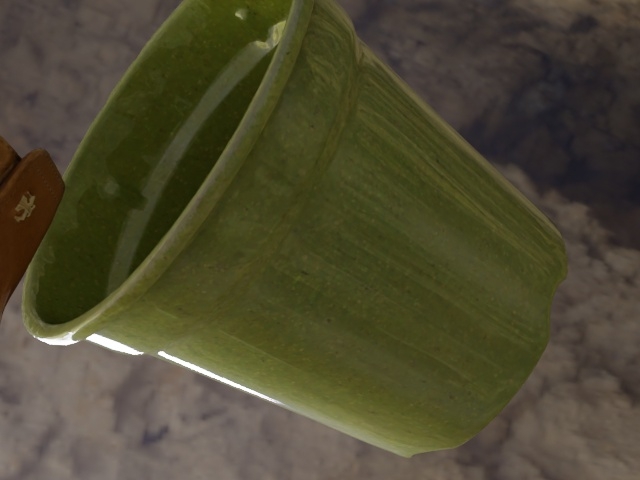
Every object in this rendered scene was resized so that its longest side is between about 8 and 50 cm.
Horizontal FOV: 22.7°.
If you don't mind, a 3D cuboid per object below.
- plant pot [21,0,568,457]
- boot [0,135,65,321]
[{"bbox_3d":[0.000,0.000,0.970,0.276,0.254,0.276,-43,-154,28],"label":"plant pot"},{"bbox_3d":[-0.167,0.065,0.672,0.104,0.295,0.211,24,-111,24],"label":"boot"}]
